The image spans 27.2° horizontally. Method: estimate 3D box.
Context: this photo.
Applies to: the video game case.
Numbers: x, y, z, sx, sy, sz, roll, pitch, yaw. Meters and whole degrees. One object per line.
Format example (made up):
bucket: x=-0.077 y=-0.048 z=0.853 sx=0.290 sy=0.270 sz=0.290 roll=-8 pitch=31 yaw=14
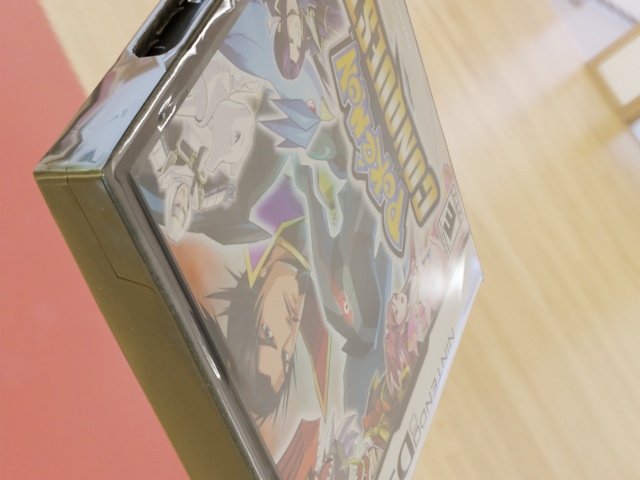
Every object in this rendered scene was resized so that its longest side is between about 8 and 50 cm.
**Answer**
video game case: x=0.000 y=0.000 z=0.569 sx=0.248 sy=0.035 sz=0.275 roll=-64 pitch=145 yaw=-43
